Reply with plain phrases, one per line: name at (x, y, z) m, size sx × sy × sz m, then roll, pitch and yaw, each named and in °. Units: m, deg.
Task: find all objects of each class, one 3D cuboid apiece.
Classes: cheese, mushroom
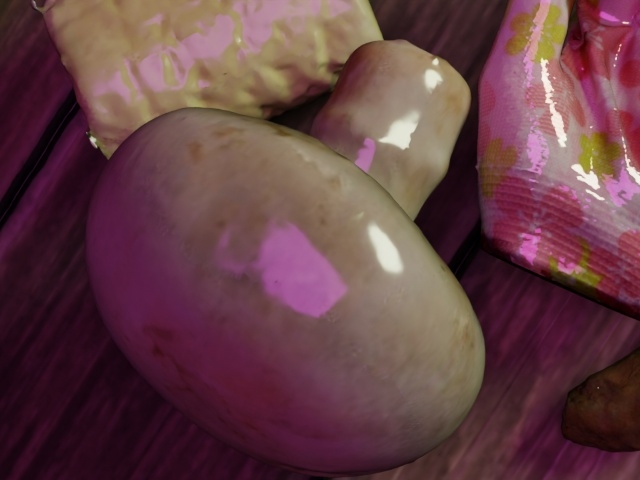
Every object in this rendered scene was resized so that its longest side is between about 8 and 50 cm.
cheese at (-0.057, -0.117, 0.570) m, size 0.167 × 0.094 × 0.123 m, roll -26°, pitch 72°, yaw 3°
mushroom at (-0.016, 0.008, 0.508) m, size 0.206 × 0.206 × 0.209 m, roll 1°, pitch 52°, yaw 10°

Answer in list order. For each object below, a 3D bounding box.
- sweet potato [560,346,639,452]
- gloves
sweet potato at (0.228, 0.023, 0.497) m, size 0.075 × 0.075 × 0.273 m, roll 46°, pitch 116°, yaw 10°
gloves at (0.163, -0.091, 0.515) m, size 0.145 × 0.126 × 0.241 m, roll 25°, pitch 92°, yaw 30°
